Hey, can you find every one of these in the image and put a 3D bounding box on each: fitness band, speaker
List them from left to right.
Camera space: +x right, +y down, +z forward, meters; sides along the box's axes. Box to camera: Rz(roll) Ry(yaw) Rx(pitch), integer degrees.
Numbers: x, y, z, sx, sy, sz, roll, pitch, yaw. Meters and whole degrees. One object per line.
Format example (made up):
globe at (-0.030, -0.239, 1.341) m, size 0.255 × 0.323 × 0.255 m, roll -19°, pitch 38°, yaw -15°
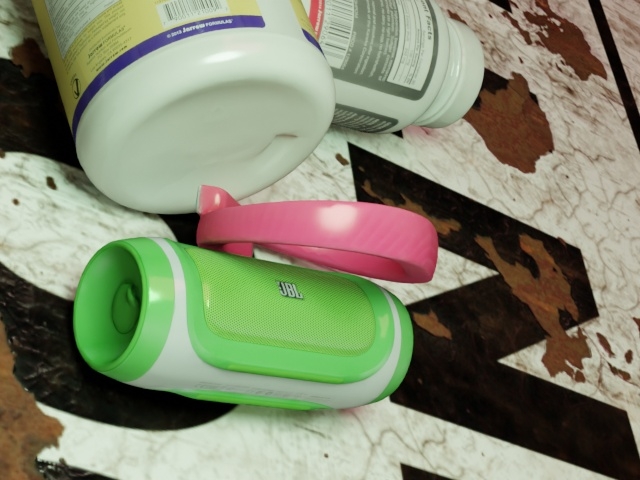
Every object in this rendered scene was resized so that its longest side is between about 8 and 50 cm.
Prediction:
speaker at (-0.060, 0.075, 1.232) m, size 0.296 × 0.131 × 0.131 m, roll 12°, pitch 48°, yaw -40°
fitness band at (0.000, 0.000, 1.277) m, size 0.291 × 0.209 × 0.054 m, roll 38°, pitch 60°, yaw -79°

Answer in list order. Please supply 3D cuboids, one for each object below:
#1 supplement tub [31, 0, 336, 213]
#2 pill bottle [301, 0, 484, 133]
supplement tub at (-0.144, -0.219, 1.324) m, size 0.241 × 0.241 × 0.331 m, roll 8°, pitch 51°, yaw -43°
pill bottle at (0.029, -0.213, 1.559) m, size 0.318 × 0.176 × 0.176 m, roll 10°, pitch 50°, yaw -42°
